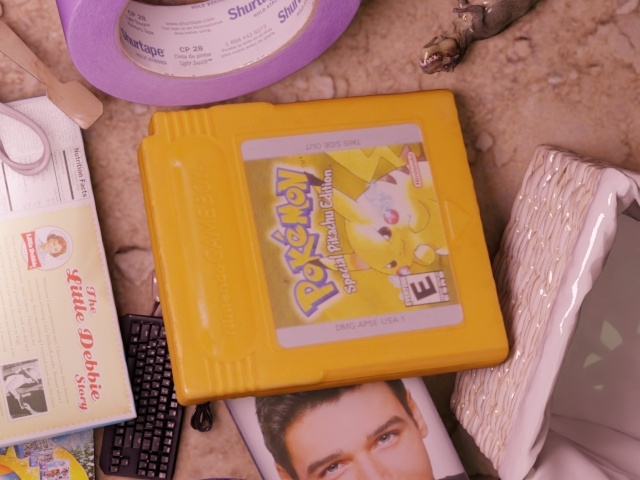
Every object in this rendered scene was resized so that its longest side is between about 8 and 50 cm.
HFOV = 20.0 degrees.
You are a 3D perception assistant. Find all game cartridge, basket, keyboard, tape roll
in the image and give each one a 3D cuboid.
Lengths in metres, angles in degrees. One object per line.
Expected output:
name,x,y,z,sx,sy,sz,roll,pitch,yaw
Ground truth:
game cartridge,0.000,0.000,1.740,0.323,0.053,0.285,-6,73,-18
basket,0.339,0.105,1.801,0.328,0.266,0.331,15,97,-14
keyboard,-0.157,0.160,1.816,0.108,0.023,0.180,6,113,-13
tape roll,-0.103,-0.236,1.643,0.274,0.275,0.090,-14,62,-9

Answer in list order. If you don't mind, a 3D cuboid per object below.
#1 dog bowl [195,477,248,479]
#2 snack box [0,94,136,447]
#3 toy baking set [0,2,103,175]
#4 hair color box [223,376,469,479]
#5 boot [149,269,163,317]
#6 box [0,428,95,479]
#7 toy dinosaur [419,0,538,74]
dog bowl,-0.095,0.369,1.764,0.264,0.104,0.265,2,109,5
snack box,-0.297,0.031,1.735,0.187,0.060,0.322,-11,93,-9
toy baking set,-0.341,-0.135,1.689,0.256,0.030,0.197,-16,72,-11
hair color box,0.054,0.264,1.852,0.185,0.113,0.374,-27,104,-5
boot,-0.125,0.039,1.808,0.087,0.042,0.118,8,99,-11
box,-0.340,0.232,1.798,0.233,0.044,0.159,-2,101,-11
toy dinosaur,0.191,-0.270,1.805,0.268,0.064,0.118,-32,112,-7
